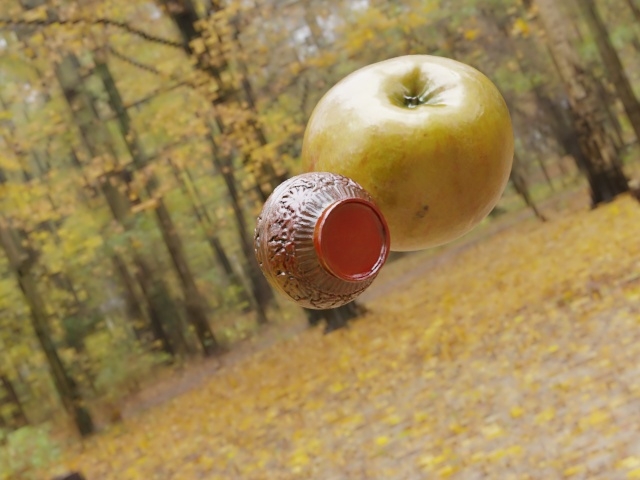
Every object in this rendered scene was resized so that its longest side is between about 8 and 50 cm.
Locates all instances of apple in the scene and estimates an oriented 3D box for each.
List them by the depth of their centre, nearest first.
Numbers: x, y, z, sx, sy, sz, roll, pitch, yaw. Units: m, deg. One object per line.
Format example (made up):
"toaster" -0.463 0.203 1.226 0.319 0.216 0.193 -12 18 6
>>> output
"apple" 0.077 -0.079 1.114 0.182 0.182 0.155 -24 -29 -19

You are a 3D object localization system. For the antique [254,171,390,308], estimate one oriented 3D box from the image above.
"antique" 0.000 0.000 0.927 0.104 0.104 0.104 -24 0 0
